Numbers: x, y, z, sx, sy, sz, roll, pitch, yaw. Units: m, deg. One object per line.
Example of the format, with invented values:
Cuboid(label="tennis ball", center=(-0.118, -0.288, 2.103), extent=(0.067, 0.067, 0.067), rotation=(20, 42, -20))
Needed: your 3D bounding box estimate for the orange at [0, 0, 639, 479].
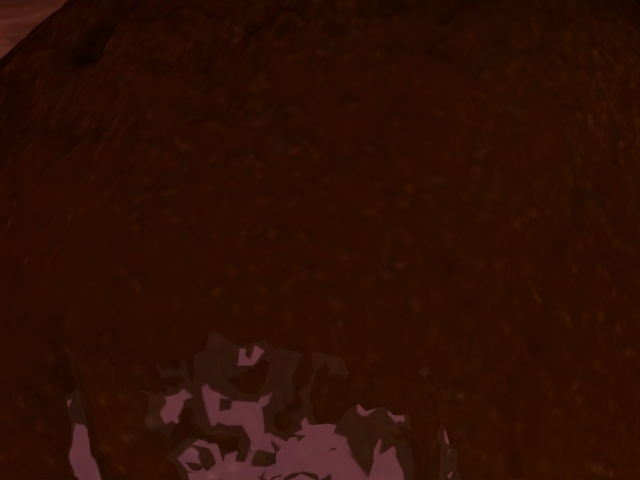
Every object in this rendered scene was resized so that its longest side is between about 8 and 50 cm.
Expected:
Cuboid(label="orange", center=(0.022, 0.041, 0.710), extent=(0.322, 0.322, 0.357), rotation=(-15, 138, 31))
